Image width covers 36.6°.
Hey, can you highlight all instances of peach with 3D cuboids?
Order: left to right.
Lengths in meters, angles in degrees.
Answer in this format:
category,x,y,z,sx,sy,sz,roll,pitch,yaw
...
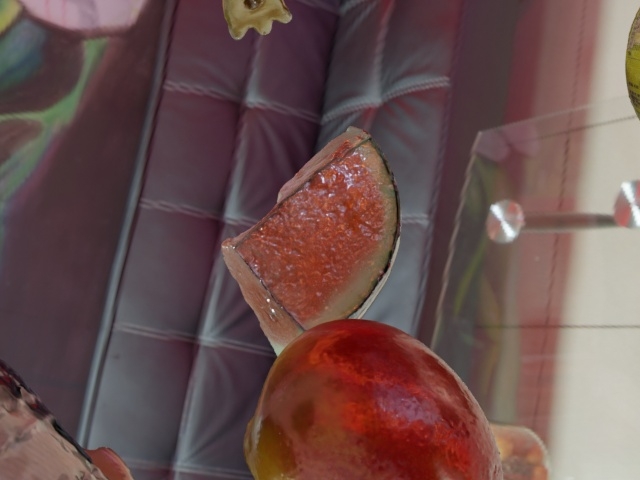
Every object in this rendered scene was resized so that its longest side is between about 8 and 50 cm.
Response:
category,x,y,z,sx,sy,sz,roll,pitch,yaw
peach,0.030,0.117,0.566,0.118,0.151,0.151,-17,61,61

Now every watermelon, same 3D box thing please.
category,x,y,z,sx,sy,sz,roll,pitch,yaw
watermelon,0.000,0.000,1.209,0.148,0.226,0.318,10,83,66

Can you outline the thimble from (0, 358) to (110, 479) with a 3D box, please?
category,x,y,z,sx,sy,sz,roll,pitch,yaw
thimble,-0.239,0.185,0.552,0.150,0.237,0.237,50,130,4

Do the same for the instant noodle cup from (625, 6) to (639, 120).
category,x,y,z,sx,sy,sz,roll,pitch,yaw
instant noodle cup,0.473,-0.174,0.973,0.254,0.326,0.325,-117,49,-72

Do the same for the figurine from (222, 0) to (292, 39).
category,x,y,z,sx,sy,sz,roll,pitch,yaw
figurine,-0.018,-0.371,0.705,0.401,0.268,0.387,-31,54,32

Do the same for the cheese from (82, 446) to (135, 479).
category,x,y,z,sx,sy,sz,roll,pitch,yaw
cheese,-0.339,0.260,1.061,0.082,0.286,0.163,-51,23,24
